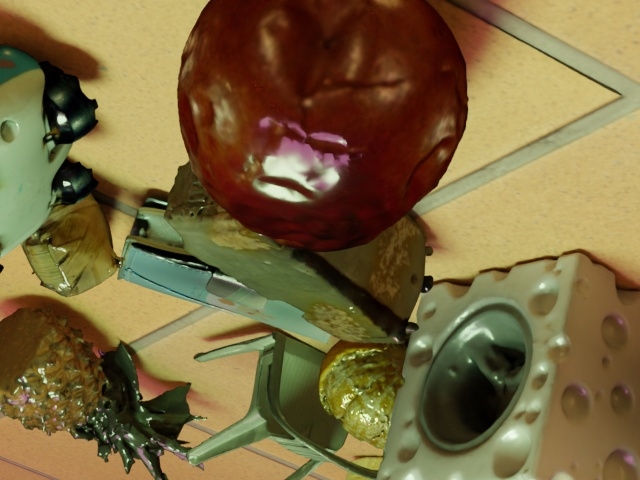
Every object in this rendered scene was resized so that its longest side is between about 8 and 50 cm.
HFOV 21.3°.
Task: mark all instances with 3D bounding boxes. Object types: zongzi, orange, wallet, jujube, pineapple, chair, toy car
[{"bbox_3d":[-0.294,-0.038,1.820,0.197,0.099,0.194,61,170,-6],"label":"zongzi"},{"bbox_3d":[0.076,0.167,1.948,0.156,0.156,0.134,24,114,-18],"label":"orange"},{"bbox_3d":[-0.092,0.038,1.851,0.250,0.075,0.176,18,161,-5],"label":"wallet"},{"bbox_3d":[-0.002,-0.096,1.336,0.223,0.223,0.318,16,165,1],"label":"jujube"},{"bbox_3d":[-0.296,0.217,2.293,0.165,0.166,0.364,-4,152,40],"label":"pineapple"},{"bbox_3d":[-0.025,0.219,2.068,0.203,0.191,0.274,27,149,-25],"label":"chair"},{"bbox_3d":[-0.332,-0.088,1.596,0.190,0.188,0.255,41,157,13],"label":"toy car"}]

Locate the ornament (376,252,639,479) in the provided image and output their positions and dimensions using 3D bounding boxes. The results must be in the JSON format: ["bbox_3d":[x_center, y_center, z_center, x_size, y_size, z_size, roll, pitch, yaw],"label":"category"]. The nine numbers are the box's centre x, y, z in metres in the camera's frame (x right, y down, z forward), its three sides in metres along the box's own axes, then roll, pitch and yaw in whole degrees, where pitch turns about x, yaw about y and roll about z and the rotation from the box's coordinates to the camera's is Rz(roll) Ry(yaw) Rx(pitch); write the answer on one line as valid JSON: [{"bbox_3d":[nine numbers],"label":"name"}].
[{"bbox_3d":[0.238,0.183,1.743,0.239,0.239,0.240,30,154,-29],"label":"ornament"}]

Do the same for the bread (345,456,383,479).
[{"bbox_3d":[0.140,0.379,2.479,0.125,0.068,0.188,-8,147,44],"label":"bread"}]

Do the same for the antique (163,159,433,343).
[{"bbox_3d":[0.000,0.000,1.631,0.150,0.125,0.284,-1,152,45],"label":"antique"}]
